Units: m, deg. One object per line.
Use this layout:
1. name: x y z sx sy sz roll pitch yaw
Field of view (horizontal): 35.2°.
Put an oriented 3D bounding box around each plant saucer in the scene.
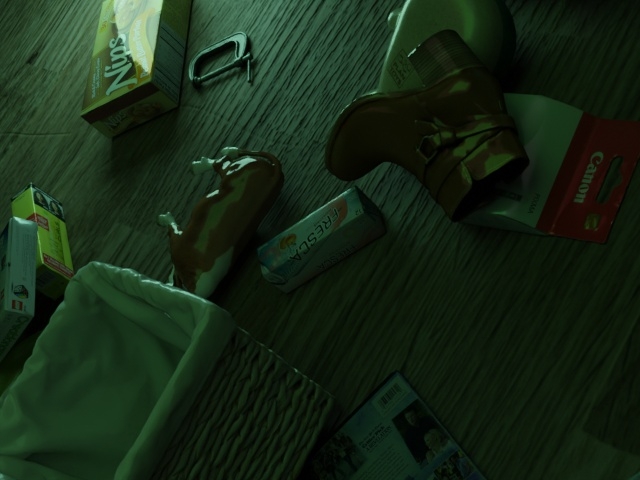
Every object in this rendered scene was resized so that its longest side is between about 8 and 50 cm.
1. plant saucer: -0.477 0.264 1.689 0.241 0.037 0.241 -21 49 27

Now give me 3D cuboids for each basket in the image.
1. basket: -0.215 0.242 1.305 0.328 0.266 0.331 13 71 49

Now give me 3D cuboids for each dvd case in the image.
1. dvd case: 0.093 0.296 1.205 0.180 0.022 0.253 -46 43 6

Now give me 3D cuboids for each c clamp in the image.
1. c clamp: -0.187 -0.326 1.866 0.160 0.022 0.137 -15 54 32

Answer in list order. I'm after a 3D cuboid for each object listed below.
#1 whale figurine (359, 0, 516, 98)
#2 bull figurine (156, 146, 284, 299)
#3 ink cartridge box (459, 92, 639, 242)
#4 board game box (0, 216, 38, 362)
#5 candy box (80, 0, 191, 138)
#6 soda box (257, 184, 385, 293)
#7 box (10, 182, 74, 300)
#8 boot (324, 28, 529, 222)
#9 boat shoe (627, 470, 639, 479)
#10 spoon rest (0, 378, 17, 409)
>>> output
1. whale figurine: 0.170 -0.250 1.458 0.272 0.141 0.216 -50 57 34
2. bull figurine: -0.175 -0.015 1.583 0.310 0.101 0.188 -51 41 0
3. ink cartridge box: 0.285 -0.098 1.296 0.224 0.056 0.181 10 69 45
4. board game box: -0.575 0.123 1.769 0.305 0.053 0.193 -45 41 40
5. candy box: -0.359 -0.373 1.992 0.182 0.087 0.317 -20 51 28
6. soda box: 0.000 0.000 1.455 0.183 0.063 0.058 -33 45 18
7. box: -0.514 0.000 1.867 0.058 0.087 0.232 -37 44 14
8. boot: 0.137 -0.110 1.335 0.283 0.109 0.220 -40 61 28
9. boat shoe: 0.398 0.244 0.913 0.367 0.157 0.136 -30 33 -21
10. spoon rest: -0.424 0.270 1.554 0.276 0.084 0.137 -6 58 36
